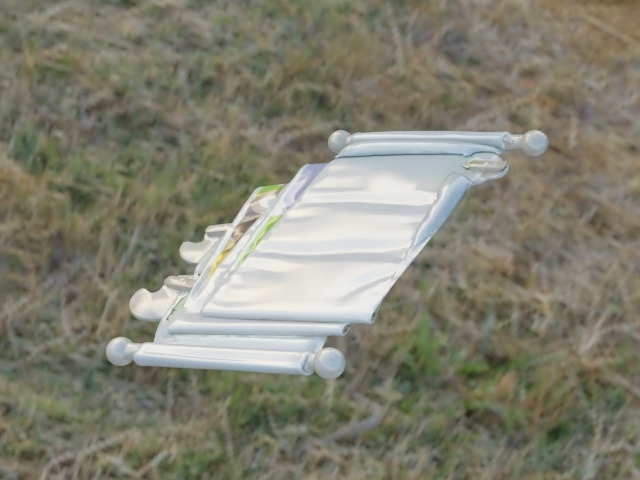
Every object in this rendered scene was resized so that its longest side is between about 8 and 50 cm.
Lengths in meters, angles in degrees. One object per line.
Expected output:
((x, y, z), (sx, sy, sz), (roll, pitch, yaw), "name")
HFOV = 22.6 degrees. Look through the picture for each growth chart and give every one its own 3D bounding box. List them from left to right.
((0.000, 0.000, 0.897), (0.172, 0.021, 0.237), (7, 40, 39), "growth chart")
